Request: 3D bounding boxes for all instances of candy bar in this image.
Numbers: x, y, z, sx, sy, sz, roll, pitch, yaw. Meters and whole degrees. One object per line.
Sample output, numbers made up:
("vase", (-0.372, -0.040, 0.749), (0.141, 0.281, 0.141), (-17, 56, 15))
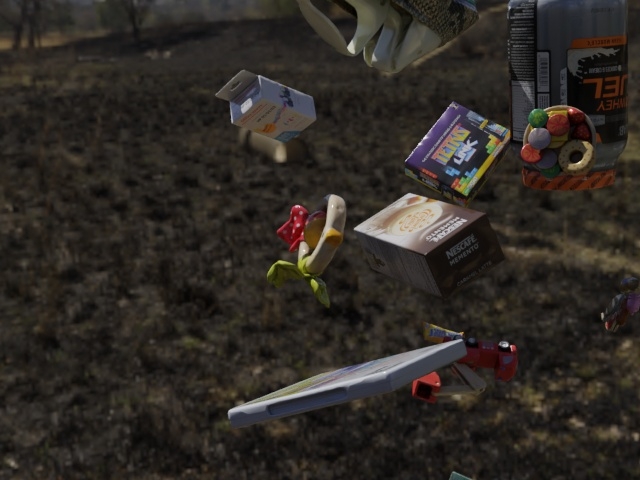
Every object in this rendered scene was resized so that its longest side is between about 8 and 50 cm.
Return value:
("candy bar", (0.234, 0.181, 1.845), (0.018, 0.040, 0.161), (-25, -28, 31))

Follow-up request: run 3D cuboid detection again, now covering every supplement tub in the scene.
("supplement tub", (0.409, -0.249, 1.604), (0.194, 0.316, 0.193), (-4, 13, 1))

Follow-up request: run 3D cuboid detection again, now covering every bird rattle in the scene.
("bird rattle", (0.000, 0.000, 1.918), (0.143, 0.207, 0.253), (28, 41, -11))

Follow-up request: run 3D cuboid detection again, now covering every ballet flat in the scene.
("ballet flat", (0.075, -0.368, 1.524), (0.164, 0.182, 0.483), (7, -7, 42))

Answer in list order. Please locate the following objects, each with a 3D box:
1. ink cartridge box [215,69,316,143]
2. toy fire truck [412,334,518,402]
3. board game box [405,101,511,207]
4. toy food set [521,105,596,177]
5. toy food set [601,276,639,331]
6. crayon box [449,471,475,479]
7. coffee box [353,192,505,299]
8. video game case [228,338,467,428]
("ink cartridge box", (-0.112, -0.271, 1.981), (0.181, 0.061, 0.104), (16, -37, -37))
("toy fire truck", (0.265, 0.236, 1.754), (0.192, 0.047, 0.135), (8, 40, -1))
("board game box", (0.265, -0.166, 1.847), (0.141, 0.048, 0.170), (31, 69, 20))
("toy food set", (0.267, -0.111, 1.089), (0.083, 0.083, 0.020), (-1, -7, 20))
("toy food set", (0.484, 0.100, 1.549), (0.019, 0.122, 0.078), (20, 36, -11))
("crayon box", (0.319, 0.536, 1.590), (0.318, 0.202, 0.081), (29, -11, -18))
("coffee box", (0.189, 0.004, 1.724), (0.141, 0.098, 0.246), (-34, 24, -18))
("video game case", (0.035, 0.153, 1.049), (0.193, 0.023, 0.212), (-18, -5, 28))
